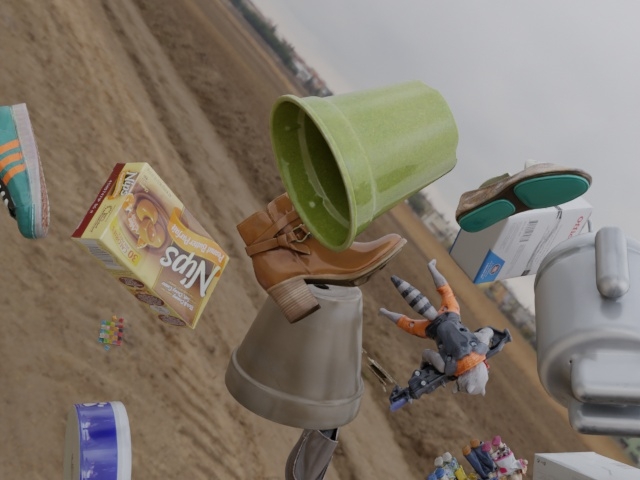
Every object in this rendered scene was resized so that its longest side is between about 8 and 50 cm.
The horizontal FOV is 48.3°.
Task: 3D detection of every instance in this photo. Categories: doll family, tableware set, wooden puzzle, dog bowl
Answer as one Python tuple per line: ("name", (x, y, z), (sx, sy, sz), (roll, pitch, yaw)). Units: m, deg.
("doll family", (0.401, 0.603, 1.838), (0.163, 0.263, 0.118), (58, 6, -12))
("tableware set", (0.107, 0.308, 1.845), (0.194, 0.039, 0.128), (45, -7, 1))
("wooden puzzle", (-0.460, 0.203, 1.569), (0.049, 0.006, 0.083), (15, 59, -28))
("dog bowl", (-0.493, 0.489, 1.565), (0.104, 0.265, 0.265), (4, 31, -27))

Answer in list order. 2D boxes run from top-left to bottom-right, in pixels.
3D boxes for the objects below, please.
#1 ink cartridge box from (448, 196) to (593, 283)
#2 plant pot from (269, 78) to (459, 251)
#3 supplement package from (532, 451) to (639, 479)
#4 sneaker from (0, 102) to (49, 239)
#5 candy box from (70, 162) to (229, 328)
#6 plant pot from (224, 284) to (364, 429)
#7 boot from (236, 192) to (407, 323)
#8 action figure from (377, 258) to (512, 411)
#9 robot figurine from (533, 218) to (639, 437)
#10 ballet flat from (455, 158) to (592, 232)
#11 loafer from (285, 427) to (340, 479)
("ink cartridge box", (0.666, -0.029, 2.379), (0.395, 0.285, 0.166), (-6, 42, -30))
("plant pot", (0.087, -0.155, 1.230), (0.276, 0.254, 0.276), (51, -25, 35))
("supplement package", (0.488, 0.499, 1.255), (0.149, 0.203, 0.194), (6, -2, -21))
("sneaker", (-0.594, -0.125, 1.357), (0.108, 0.121, 0.302), (106, -33, -59))
("candy box", (-0.322, 0.017, 1.410), (0.088, 0.183, 0.316), (4, -34, 32))
("plant pot", (-0.033, 0.224, 1.630), (0.323, 0.280, 0.323), (13, 15, -4))
("boot", (0.000, 0.000, 1.356), (0.220, 0.283, 0.109), (59, -5, 13))
("action figure", (0.260, 0.248, 1.696), (0.330, 0.341, 0.178), (50, -2, 33))
("robot figurine", (0.430, 0.125, 1.084), (0.353, 0.200, 0.300), (-74, 162, -47))
("ballet flat", (0.426, -0.115, 1.538), (0.107, 0.316, 0.106), (42, 46, -32))
("loafer", (-0.016, 0.706, 2.442), (0.134, 0.130, 0.366), (29, 45, -10))
